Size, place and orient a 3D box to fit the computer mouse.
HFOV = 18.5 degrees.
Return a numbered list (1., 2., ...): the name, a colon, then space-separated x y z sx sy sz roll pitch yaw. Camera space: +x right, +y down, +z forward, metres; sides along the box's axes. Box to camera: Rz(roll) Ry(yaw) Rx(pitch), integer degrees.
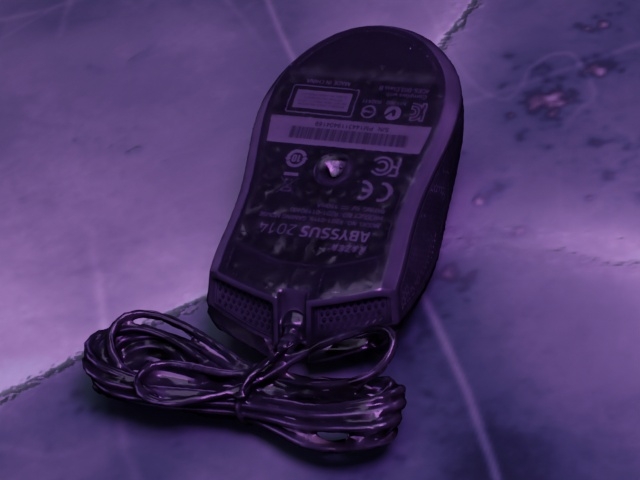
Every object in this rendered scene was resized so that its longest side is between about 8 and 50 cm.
1. computer mouse: 0.000 0.000 1.098 0.188 0.072 0.272 10 59 24
